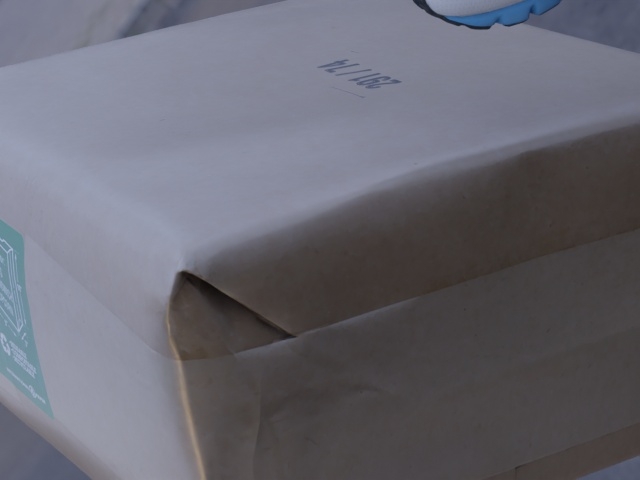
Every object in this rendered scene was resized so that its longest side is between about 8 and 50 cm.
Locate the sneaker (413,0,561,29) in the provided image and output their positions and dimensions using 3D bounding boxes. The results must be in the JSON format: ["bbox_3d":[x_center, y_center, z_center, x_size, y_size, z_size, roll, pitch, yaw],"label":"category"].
[{"bbox_3d":[0.108,-0.159,0.671,0.190,0.071,0.083,-37,-20,-4],"label":"sneaker"}]

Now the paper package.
[{"bbox_3d":[0.000,0.000,0.836,0.309,0.168,0.325,-16,24,-27],"label":"paper package"}]
